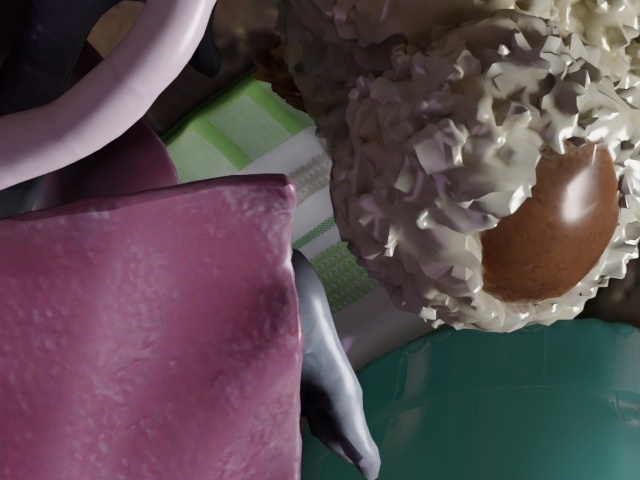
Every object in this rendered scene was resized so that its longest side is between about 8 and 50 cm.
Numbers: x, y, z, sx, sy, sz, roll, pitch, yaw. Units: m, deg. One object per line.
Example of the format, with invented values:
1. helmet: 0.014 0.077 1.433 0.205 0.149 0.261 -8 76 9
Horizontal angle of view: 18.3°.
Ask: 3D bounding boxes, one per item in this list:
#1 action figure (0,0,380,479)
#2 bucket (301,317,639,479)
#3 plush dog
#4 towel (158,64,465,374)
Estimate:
1. action figure: -0.170 0.061 0.518 0.370 0.248 0.275 -21 151 -13
2. bucket: 0.096 0.178 0.814 0.281 0.183 0.281 4 133 4
3. plush dog: 0.047 -0.128 0.610 0.210 0.262 0.225 17 127 43
4. towel: 0.000 0.000 0.810 0.113 0.023 0.152 -34 115 29
